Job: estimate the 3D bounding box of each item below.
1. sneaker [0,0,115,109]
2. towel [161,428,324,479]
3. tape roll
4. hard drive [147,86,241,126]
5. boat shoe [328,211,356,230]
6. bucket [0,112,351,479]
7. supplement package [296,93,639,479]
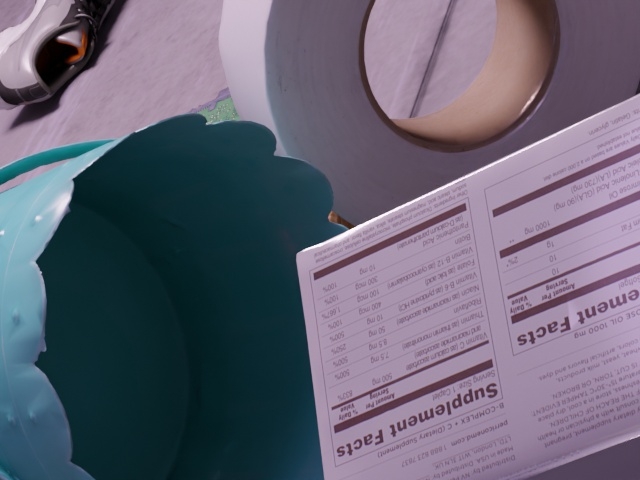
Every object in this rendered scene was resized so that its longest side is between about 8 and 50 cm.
[{"bbox_3d":[-0.287,-0.255,2.290,0.108,0.100,0.271,6,54,39],"label":"sneaker"},{"bbox_3d":[-0.041,0.217,1.238,0.312,0.056,0.324,-17,32,36],"label":"towel"},{"bbox_3d":[0.079,-0.143,1.355,0.286,0.286,0.100,-43,25,-5],"label":"tape roll"},{"bbox_3d":[-0.116,-0.003,1.664,0.237,0.064,0.339,-22,32,35],"label":"hard drive"},{"bbox_3d":[0.000,0.000,1.495,0.059,0.063,0.170,-19,34,29],"label":"boat shoe"},{"bbox_3d":[-0.118,0.067,1.229,0.183,0.281,0.281,-15,36,44],"label":"bucket"},{"bbox_3d":[0.153,0.071,0.895,0.204,0.262,0.145,-25,57,30],"label":"supplement package"}]
